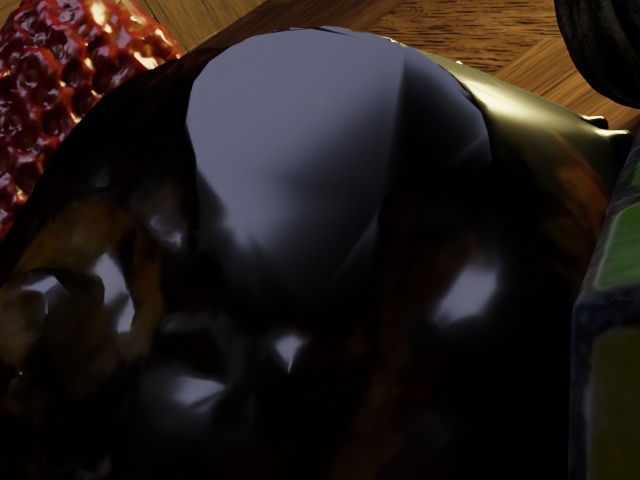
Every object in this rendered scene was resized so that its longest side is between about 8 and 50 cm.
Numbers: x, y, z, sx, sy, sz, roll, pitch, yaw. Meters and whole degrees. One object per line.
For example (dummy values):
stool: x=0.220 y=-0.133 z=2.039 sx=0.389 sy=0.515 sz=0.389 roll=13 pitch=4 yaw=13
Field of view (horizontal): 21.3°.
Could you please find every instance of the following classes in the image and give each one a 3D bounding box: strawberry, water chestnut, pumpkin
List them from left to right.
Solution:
strawberry: x=-0.207 y=-0.028 z=1.265 sx=0.267 sy=0.351 sz=0.312 roll=0 pitch=21 yaw=-32
water chestnut: x=0.035 y=0.091 z=0.677 sx=0.335 sy=0.347 sz=0.335 roll=-14 pitch=65 yaw=32
pumpkin: x=0.276 y=-0.186 z=1.211 sx=0.221 sy=0.161 sz=0.220 roll=-20 pitch=12 yaw=5

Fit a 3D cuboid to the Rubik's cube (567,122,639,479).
Rubik's cube: x=0.201 y=0.062 z=0.395 sx=0.319 sy=0.319 sz=0.264 roll=-39 pitch=-10 yaw=-21
